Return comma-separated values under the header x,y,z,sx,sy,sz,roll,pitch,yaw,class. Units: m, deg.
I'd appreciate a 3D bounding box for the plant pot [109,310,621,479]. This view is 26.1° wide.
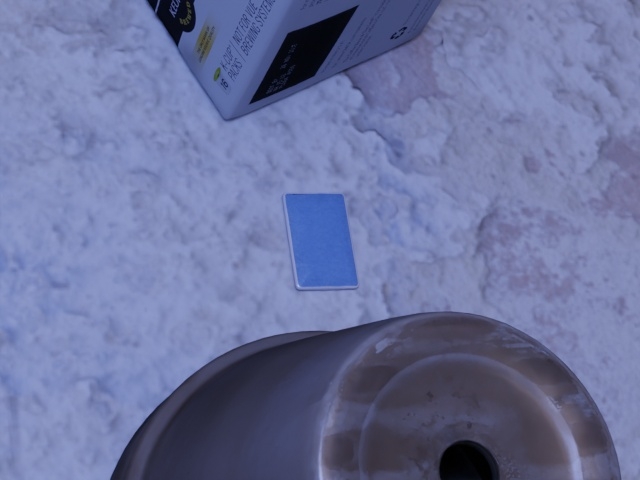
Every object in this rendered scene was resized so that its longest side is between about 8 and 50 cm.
x,y,z,sx,sy,sz,roll,pitch,yaw,class
0.042,0.181,0.877,0.323,0.280,0.323,8,65,-18,plant pot

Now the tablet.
x,y,z,sx,sy,sz,roll,pitch,yaw,class
0.000,0.000,1.098,0.054,0.006,0.083,-1,68,-21,tablet

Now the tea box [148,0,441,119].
x,y,z,sx,sy,sz,roll,pitch,yaw,class
-0.030,-0.329,1.049,0.220,0.329,0.324,-28,79,-28,tea box
